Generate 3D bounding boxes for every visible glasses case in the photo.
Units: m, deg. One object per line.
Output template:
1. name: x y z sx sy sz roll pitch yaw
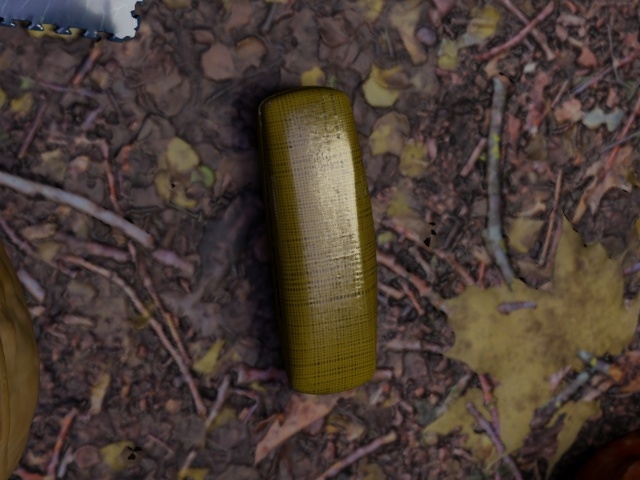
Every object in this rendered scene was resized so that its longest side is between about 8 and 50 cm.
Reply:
1. glasses case: 0.000 0.000 1.481 0.079 0.064 0.234 -10 104 -18

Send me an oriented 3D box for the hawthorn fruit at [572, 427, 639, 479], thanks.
1. hawthorn fruit: 0.290 0.239 1.545 0.254 0.254 0.300 -8 96 -20

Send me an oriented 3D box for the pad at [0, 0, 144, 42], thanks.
1. pad: -0.234 -0.284 1.366 0.269 0.012 0.269 4 98 -22

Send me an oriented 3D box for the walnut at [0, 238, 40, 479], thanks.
1. walnut: -0.316 0.066 1.256 0.252 0.277 0.313 -25 97 -2
